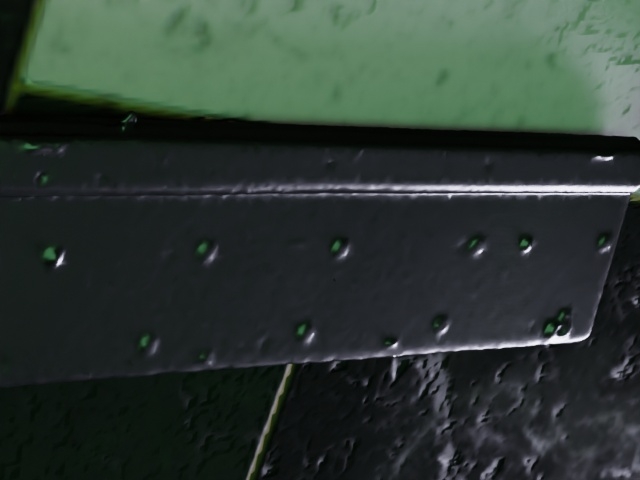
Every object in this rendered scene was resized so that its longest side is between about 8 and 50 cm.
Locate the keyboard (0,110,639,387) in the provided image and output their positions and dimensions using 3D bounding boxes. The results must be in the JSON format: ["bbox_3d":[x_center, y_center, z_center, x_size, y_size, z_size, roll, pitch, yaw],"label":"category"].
[{"bbox_3d":[0.000,0.000,0.610,0.310,0.018,0.101,-2,116,-36],"label":"keyboard"}]
